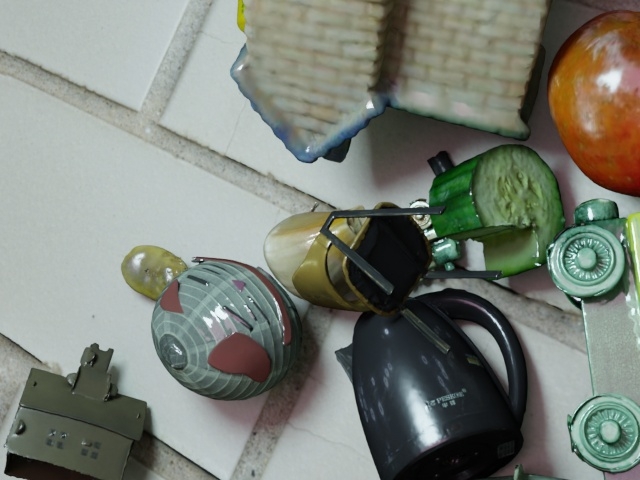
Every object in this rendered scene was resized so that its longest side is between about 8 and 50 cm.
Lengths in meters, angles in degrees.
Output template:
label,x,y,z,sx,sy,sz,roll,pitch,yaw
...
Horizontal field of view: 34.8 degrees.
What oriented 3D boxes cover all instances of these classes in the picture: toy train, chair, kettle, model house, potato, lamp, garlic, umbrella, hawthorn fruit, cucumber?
label,x,y,z,sx,sy,sz,roll,pitch,yaw
toy train,0.466,0.145,1.387,0.272,0.179,0.442,-9,74,17
chair,0.090,0.040,1.438,0.246,0.159,0.172,20,70,52
kettle,0.174,0.202,1.511,0.268,0.207,0.290,-18,55,-6
model house,-0.415,0.304,1.760,0.211,0.204,0.243,20,58,-13
potato,-0.287,0.059,1.807,0.137,0.070,0.092,24,91,29
toy train,0.134,0.015,1.620,0.194,0.080,0.125,-23,79,19
model house,0.126,-0.330,1.549,0.445,0.400,0.395,11,40,8
lamp,-0.152,0.146,1.628,0.265,0.233,0.233,28,91,30
garlic,-0.010,0.011,1.619,0.164,0.145,0.245,-56,23,-9
umbrella,0.212,-0.083,1.629,0.036,0.031,0.133,-44,62,40
hawthorn fruit,0.461,-0.194,1.410,0.284,0.284,0.285,-6,76,24
cucumber,0.257,-0.051,1.502,0.130,0.191,0.191,-27,67,42

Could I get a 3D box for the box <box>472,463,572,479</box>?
label,x,y,z,sx,sy,sz,roll,pitch,yaw
box,0.271,0.409,1.350,0.166,0.290,0.221,0,79,13

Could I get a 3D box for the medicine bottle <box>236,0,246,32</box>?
label,x,y,z,sx,sy,sz,roll,pitch,yaw
medicine bottle,-0.091,-0.517,1.840,0.111,0.076,0.309,-1,78,18
